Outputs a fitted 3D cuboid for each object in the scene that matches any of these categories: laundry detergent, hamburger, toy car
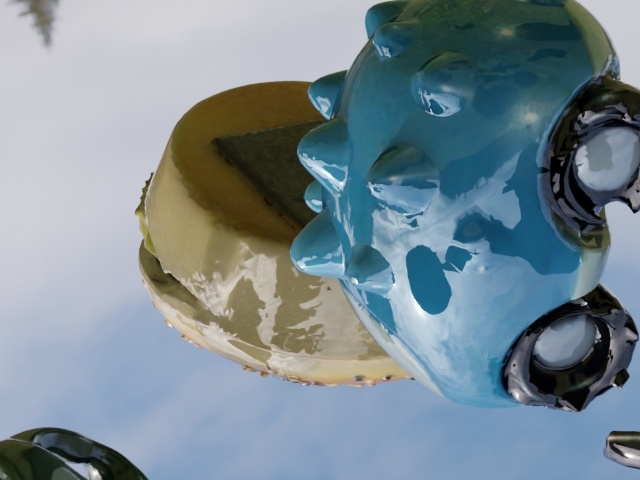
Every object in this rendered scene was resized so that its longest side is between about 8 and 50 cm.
[{"bbox_3d":[-0.156,0.194,0.970,0.063,0.137,0.211,-29,163,20],"label":"laundry detergent"},{"bbox_3d":[0.000,0.000,1.114,0.300,0.176,0.300,9,-148,-5],"label":"hamburger"},{"bbox_3d":[0.076,-0.026,0.802,0.190,0.255,0.188,-3,-148,-15],"label":"toy car"}]

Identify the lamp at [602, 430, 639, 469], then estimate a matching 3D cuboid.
[{"bbox_3d":[0.227,0.142,0.540,0.147,0.284,0.209,-20,-141,39],"label":"lamp"}]
